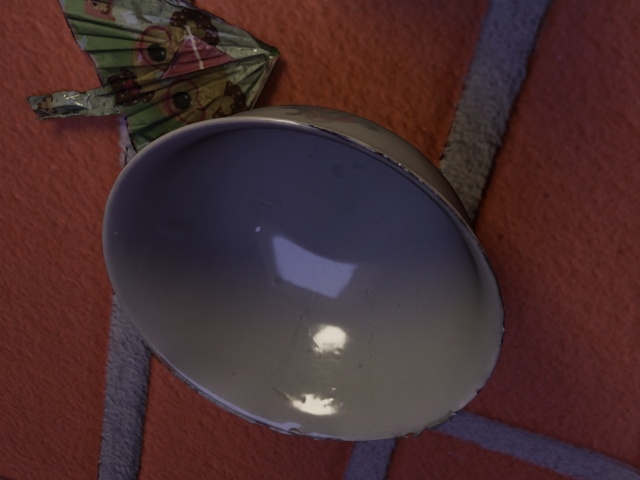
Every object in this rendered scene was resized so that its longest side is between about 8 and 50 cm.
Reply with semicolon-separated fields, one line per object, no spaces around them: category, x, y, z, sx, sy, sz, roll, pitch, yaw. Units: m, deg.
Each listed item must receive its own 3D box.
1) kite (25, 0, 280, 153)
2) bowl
kite;-0.152;-0.142;1.080;0.268;0.013;0.323;-11;121;27
bowl;0.000;0.000;1.041;0.346;0.157;0.345;10;131;12
